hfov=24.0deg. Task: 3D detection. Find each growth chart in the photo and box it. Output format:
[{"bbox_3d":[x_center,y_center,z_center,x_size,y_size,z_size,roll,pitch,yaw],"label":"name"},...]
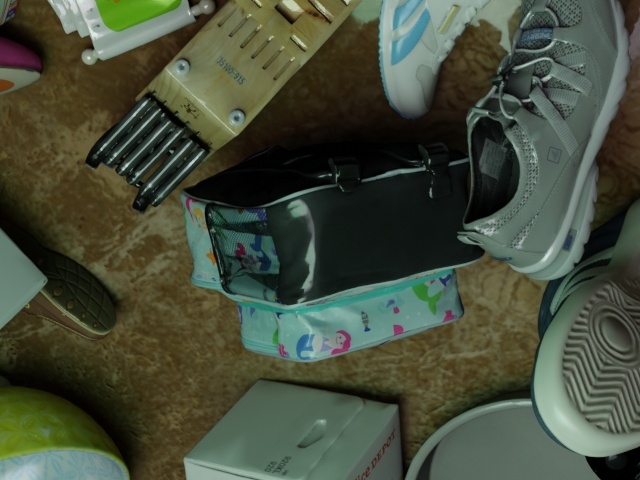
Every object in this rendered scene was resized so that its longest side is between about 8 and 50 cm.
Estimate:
[{"bbox_3d":[-0.217,-0.280,1.401,0.172,0.021,0.237,-28,107,25],"label":"growth chart"}]

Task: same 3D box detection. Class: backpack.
[{"bbox_3d":[0.000,0.000,1.340,0.253,0.225,0.191,14,113,55],"label":"backpack"}]

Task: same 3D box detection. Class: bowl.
[{"bbox_3d":[-0.364,0.237,1.609,0.289,0.289,0.156,-45,56,29],"label":"bowl"}]

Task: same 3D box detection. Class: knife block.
[{"bbox_3d":[-0.096,-0.152,1.409,0.088,0.242,0.276,43,74,-10],"label":"knife block"}]

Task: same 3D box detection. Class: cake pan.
[{"bbox_3d":[0.231,0.274,1.539,0.293,0.054,0.293,6,117,12],"label":"cake pan"}]

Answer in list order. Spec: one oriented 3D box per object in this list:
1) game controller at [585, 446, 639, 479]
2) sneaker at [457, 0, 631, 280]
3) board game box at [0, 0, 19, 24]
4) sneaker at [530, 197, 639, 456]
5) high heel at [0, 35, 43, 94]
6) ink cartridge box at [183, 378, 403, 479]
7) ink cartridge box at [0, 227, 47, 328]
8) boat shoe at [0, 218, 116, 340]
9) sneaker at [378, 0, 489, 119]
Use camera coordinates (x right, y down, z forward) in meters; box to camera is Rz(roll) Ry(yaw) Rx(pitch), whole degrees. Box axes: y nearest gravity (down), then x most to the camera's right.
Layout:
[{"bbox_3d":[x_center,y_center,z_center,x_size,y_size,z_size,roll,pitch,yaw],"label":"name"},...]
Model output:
[{"bbox_3d":[0.401,0.144,1.388,0.319,0.067,0.166,-40,99,16],"label":"game controller"},{"bbox_3d":[0.180,-0.113,1.254,0.115,0.281,0.105,15,167,-34],"label":"sneaker"},{"bbox_3d":[-0.394,-0.243,1.397,0.193,0.147,0.045,25,120,1],"label":"board game box"},{"bbox_3d":[0.235,0.088,1.279,0.131,0.350,0.148,49,128,-2],"label":"sneaker"},{"bbox_3d":[-0.451,-0.239,1.452,0.377,0.127,0.181,6,75,-7],"label":"high heel"},{"bbox_3d":[-0.019,0.289,1.537,0.168,0.171,0.233,8,119,24],"label":"ink cartridge box"},{"bbox_3d":[-0.443,0.054,1.542,0.201,0.117,0.278,48,132,-8],"label":"ink cartridge box"},{"bbox_3d":[-0.291,0.049,1.568,0.178,0.064,0.060,35,128,5],"label":"boat shoe"},{"bbox_3d":[0.104,-0.209,1.311,0.092,0.087,0.229,10,120,8],"label":"sneaker"}]
